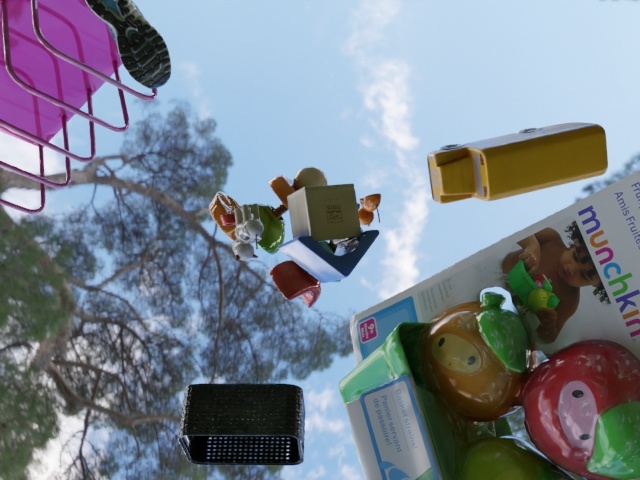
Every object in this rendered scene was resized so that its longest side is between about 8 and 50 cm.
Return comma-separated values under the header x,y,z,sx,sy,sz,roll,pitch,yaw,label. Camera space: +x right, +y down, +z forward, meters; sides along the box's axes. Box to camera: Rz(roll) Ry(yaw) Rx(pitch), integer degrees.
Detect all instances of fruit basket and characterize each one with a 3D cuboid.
x,y,z,sx,sy,sz,roll,pitch,yaw,label
0.184,0.157,0.675,0.165,0.353,0.327,5,-118,-43,fruit basket

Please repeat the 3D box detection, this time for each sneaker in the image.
x,y,z,sx,sy,sz,roll,pitch,yaw,label
-0.248,-0.279,1.005,0.063,0.162,0.073,-27,-160,2,sneaker

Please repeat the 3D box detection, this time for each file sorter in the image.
x,y,z,sx,sy,sz,roll,pitch,yaw,label
-0.397,-0.202,1.070,0.202,0.290,0.182,24,-142,-45,file sorter

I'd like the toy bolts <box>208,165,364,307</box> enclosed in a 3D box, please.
x,y,z,sx,sy,sz,roll,pitch,yaw,label
-0.040,-0.027,1.224,0.158,0.218,0.228,-41,-112,10,toy bolts

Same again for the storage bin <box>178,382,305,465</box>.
x,y,z,sx,sy,sz,roll,pitch,yaw,label
-0.115,0.280,1.153,0.180,0.122,0.084,-1,-127,2,storage bin

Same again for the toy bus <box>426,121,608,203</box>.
x,y,z,sx,sy,sz,roll,pitch,yaw,label
0.384,-0.151,1.496,0.332,0.108,0.130,-13,-164,-14,toy bus

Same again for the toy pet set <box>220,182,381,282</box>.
x,y,z,sx,sy,sz,roll,pitch,yaw,label
0.000,0.000,0.564,0.122,0.114,0.065,-6,-95,-23,toy pet set
